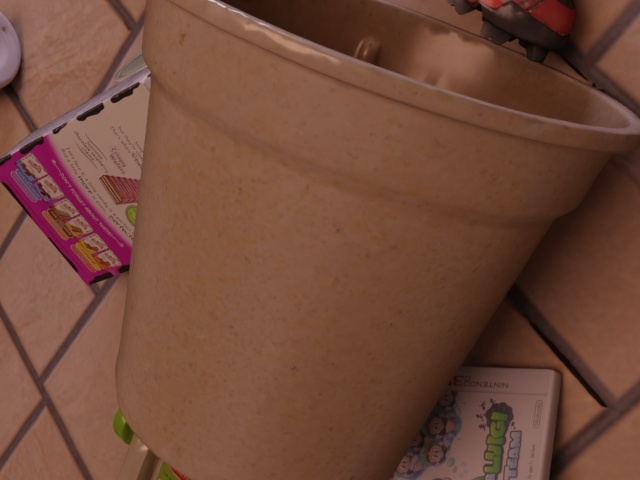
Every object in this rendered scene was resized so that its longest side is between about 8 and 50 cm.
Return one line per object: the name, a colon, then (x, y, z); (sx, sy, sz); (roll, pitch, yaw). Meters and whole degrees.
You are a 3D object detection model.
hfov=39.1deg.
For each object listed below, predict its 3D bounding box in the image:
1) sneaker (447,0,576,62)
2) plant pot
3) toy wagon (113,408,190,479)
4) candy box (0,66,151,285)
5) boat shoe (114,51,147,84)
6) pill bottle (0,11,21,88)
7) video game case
sneaker: (0.126, -0.265, 0.662); (0.135, 0.097, 0.276); (-37, 66, 33)
plant pot: (0.000, 0.000, 0.622); (0.334, 0.334, 0.305); (34, 114, 33)
toy wagon: (-0.097, 0.249, 0.836); (0.267, 0.068, 0.344); (33, 107, 33)
candy box: (-0.182, -0.061, 0.861); (0.233, 0.071, 0.159); (-18, 117, 36)
boat shoe: (-0.083, -0.173, 0.840); (0.228, 0.081, 0.069); (-19, 121, 24)
pill bottle: (-0.468, -0.219, 1.109); (0.186, 0.112, 0.112); (-10, 83, 37)
video game case: (0.102, 0.171, 0.678); (0.143, 0.019, 0.157); (-4, 62, 37)
